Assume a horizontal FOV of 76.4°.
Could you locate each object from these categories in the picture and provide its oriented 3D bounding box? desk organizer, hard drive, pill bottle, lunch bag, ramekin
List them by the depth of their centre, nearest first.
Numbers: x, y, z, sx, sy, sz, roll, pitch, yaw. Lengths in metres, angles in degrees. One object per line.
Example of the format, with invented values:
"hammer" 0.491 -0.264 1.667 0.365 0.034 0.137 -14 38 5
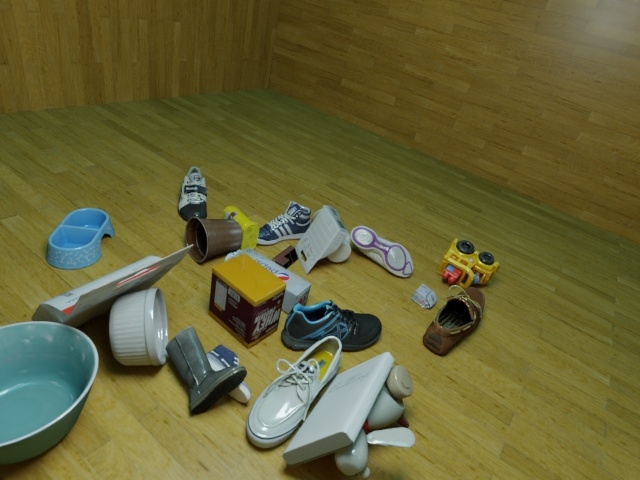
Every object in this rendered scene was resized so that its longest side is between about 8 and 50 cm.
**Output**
"hard drive" 0.055 0.401 0.997 0.040 0.203 0.307 54 31 1
"ramekin" -0.478 0.232 1.078 0.109 0.207 0.207 -6 36 -13
"lunch bag" 0.406 0.217 1.574 0.083 0.053 0.071 39 41 19
"desk organizer" -0.134 0.072 1.592 0.050 0.047 0.130 28 35 16
"pill bottle" 0.049 -0.022 1.720 0.136 0.136 0.246 3 34 -17

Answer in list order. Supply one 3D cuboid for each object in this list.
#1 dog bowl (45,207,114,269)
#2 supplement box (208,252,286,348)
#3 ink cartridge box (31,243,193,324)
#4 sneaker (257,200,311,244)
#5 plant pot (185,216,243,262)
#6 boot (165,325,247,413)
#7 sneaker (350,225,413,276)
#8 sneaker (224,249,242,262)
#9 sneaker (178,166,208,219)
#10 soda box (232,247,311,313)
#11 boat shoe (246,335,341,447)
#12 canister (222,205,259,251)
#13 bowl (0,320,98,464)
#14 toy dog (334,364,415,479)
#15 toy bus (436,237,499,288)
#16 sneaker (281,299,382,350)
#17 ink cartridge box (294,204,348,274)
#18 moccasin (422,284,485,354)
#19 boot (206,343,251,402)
"dog bowl" -0.841 -0.018 1.431 0.165 0.074 0.297 8 34 -11
"supplement box" -0.228 0.182 1.249 0.191 0.194 0.129 32 37 27
"ink cartridge box" -0.556 0.111 1.085 0.308 0.385 0.091 -32 89 -49
"sneaker" -0.163 -0.076 1.706 0.282 0.153 0.099 -9 39 -32
"plant pot" -0.393 -0.011 1.528 0.165 0.167 0.167 -9 38 -44
"boot" -0.301 0.310 1.053 0.189 0.076 0.208 -36 52 4
"sneaker" 0.262 0.042 1.722 0.305 0.114 0.152 37 -4 3
"sneaker" -0.309 0.071 1.533 0.069 0.038 0.098 27 35 21
"sneaker" -0.557 -0.213 1.777 0.122 0.146 0.331 0 36 -23
"soda box" -0.178 0.140 1.422 0.286 0.098 0.091 28 34 20
"boat shoe" -0.049 0.367 1.071 0.135 0.157 0.367 31 36 25
"canister" -0.326 -0.049 1.631 0.073 0.126 0.170 -12 38 -41
"bowl" -0.647 0.342 0.874 0.311 0.163 0.312 11 32 -7
"toy dog" 0.142 0.465 1.000 0.333 0.220 0.161 -35 88 -41
"toy bus" 0.607 0.128 1.719 0.220 0.149 0.211 32 49 21
"sneaker" 0.053 0.264 1.284 0.340 0.140 0.125 0 33 -23
"ink cartridge box" 0.000 0.000 1.609 0.066 0.232 0.189 18 27 -31
"moccasin" 0.493 0.255 1.459 0.380 0.147 0.139 -19 45 -41
"boot" -0.240 0.351 1.101 0.190 0.069 0.086 29 38 24
